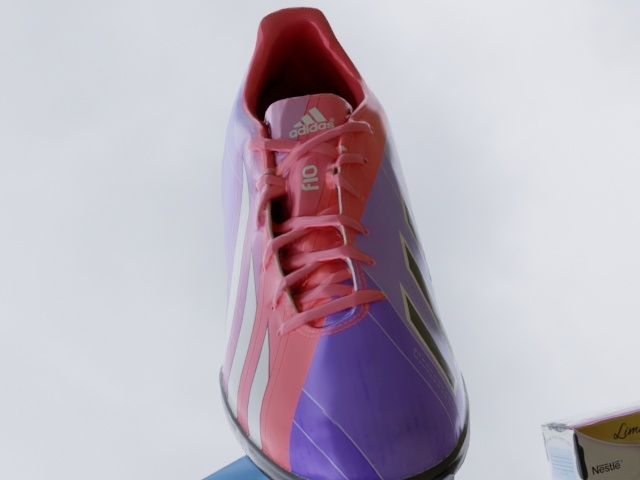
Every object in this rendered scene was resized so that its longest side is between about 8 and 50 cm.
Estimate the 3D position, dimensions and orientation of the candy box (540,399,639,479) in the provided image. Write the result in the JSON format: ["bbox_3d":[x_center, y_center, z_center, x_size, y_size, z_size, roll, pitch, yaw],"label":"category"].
[{"bbox_3d":[0.288,0.250,1.450,0.159,0.071,0.233,-12,-90,-17],"label":"candy box"}]

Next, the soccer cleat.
[{"bbox_3d":[0.000,0.000,0.818,0.318,0.109,0.116,-101,5,-59],"label":"soccer cleat"}]

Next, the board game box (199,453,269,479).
[{"bbox_3d":[-0.094,0.331,1.172,0.302,0.308,0.086,59,-179,-35],"label":"board game box"}]
